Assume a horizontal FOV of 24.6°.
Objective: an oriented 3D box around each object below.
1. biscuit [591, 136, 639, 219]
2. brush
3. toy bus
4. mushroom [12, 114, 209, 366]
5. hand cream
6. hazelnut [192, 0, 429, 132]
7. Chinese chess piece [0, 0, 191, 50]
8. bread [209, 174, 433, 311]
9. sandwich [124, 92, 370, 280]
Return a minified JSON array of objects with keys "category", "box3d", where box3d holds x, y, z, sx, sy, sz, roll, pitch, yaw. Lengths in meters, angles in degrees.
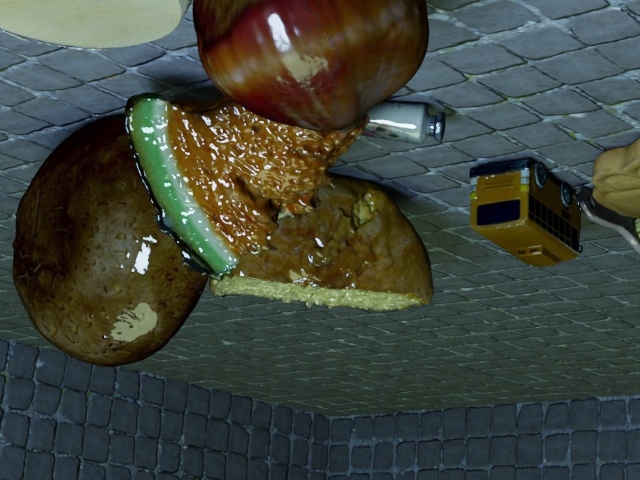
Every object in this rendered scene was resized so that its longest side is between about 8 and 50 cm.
[{"category":"biscuit","box3d":[0.530,-0.079,1.982,0.312,0.057,0.351,10,164,-24]},{"category":"brush","box3d":[0.477,-0.026,2.195,0.067,0.072,0.313,-33,144,27]},{"category":"toy bus","box3d":[0.296,-0.035,2.083,0.098,0.114,0.201,-7,159,31]},{"category":"mushroom","box3d":[-0.283,0.004,1.964,0.239,0.345,0.345,-7,170,-24]},{"category":"hand cream","box3d":[0.040,-0.156,1.854,0.234,0.050,0.080,7,169,12]},{"category":"hazelnut","box3d":[-0.015,-0.200,1.384,0.230,0.229,0.229,4,164,1]},{"category":"Chinese chess piece","box3d":[-0.241,-0.272,1.400,0.251,0.097,0.251,4,164,1]},{"category":"bread","box3d":[0.000,0.000,2.170,0.340,0.178,0.194,6,166,-16]},{"category":"sandwich","box3d":[-0.076,-0.122,1.779,0.301,0.250,0.162,-25,-161,19]}]
